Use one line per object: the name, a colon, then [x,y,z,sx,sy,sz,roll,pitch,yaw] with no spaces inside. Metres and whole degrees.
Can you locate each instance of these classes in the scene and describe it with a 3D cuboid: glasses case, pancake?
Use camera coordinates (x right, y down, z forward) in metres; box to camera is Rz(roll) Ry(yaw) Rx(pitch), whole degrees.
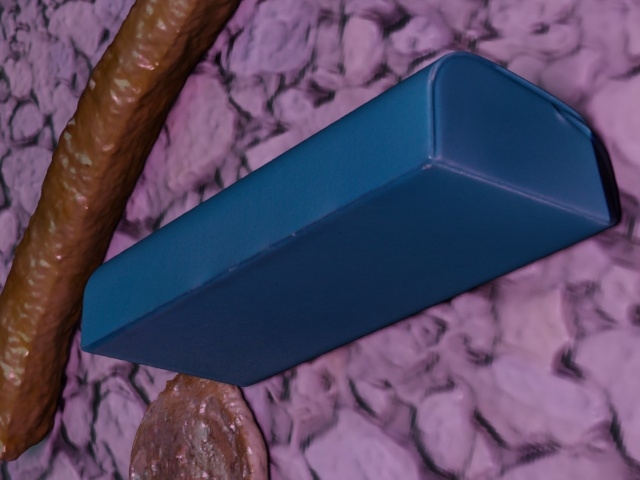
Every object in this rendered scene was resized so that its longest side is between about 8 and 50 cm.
glasses case: [0.001,0.000,0.809,0.301,0.117,0.070,-29,53,46]
pancake: [-0.076,0.147,0.961,0.139,0.022,0.139,-8,80,51]

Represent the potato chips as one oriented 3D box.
potato chips: [-0.146,-0.033,1.046,0.080,0.057,0.407,44,120,30]
